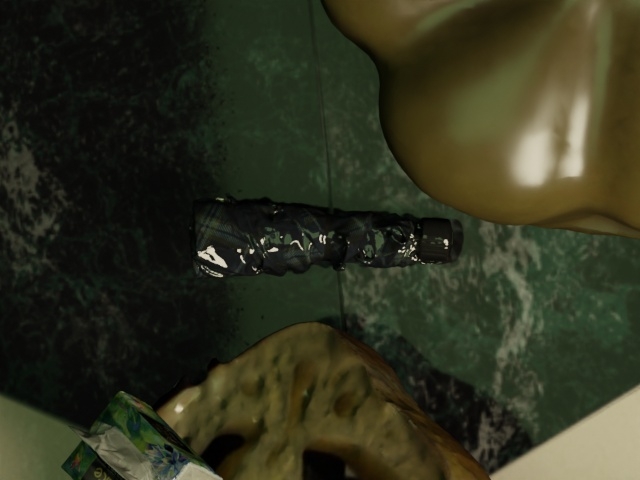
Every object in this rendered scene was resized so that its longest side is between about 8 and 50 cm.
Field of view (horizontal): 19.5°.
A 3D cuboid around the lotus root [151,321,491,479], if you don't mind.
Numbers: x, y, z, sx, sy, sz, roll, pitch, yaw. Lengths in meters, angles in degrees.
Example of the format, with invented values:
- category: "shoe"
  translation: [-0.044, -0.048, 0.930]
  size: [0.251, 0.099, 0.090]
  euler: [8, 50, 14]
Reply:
- category: "lotus root"
  translation: [-0.029, 0.250, 1.515]
  size: [0.390, 0.111, 0.375]
  euler: [-1, 71, 35]

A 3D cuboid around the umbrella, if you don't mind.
- category: "umbrella"
  translation: [0.000, 0.000, 1.579]
  size: [0.224, 0.071, 0.080]
  euler: [0, 52, 2]

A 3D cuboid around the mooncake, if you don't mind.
- category: "mooncake"
  translation: [0.230, -0.220, 1.422]
  size: [0.467, 0.262, 0.467]
  euler: [0, 91, 12]

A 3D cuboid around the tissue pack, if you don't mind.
- category: "tissue pack"
  translation: [-0.153, 0.186, 1.517]
  size: [0.085, 0.079, 0.111]
  euler: [-52, 49, 2]
